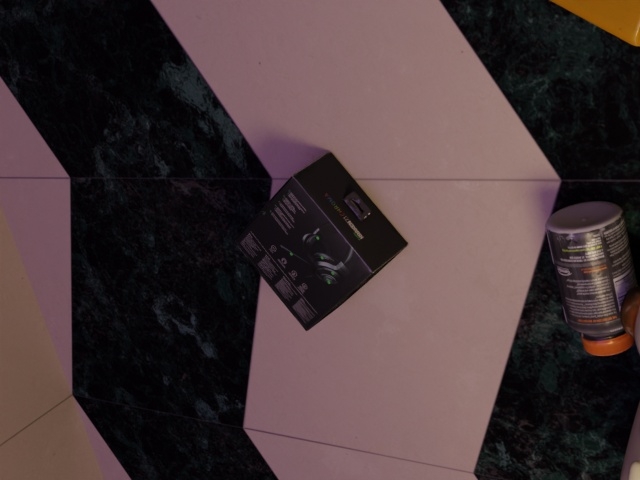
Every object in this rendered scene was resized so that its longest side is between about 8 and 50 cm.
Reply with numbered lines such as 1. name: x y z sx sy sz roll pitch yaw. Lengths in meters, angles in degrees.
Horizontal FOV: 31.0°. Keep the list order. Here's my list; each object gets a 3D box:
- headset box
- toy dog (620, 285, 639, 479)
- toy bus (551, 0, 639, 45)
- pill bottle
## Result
1. headset box: 0.000 0.000 2.295 0.246 0.131 0.283 50 137 5
2. toy dog: 0.580 0.255 1.801 0.284 0.395 0.408 -10 76 57
3. toy bus: 0.381 -0.392 1.661 0.332 0.130 0.108 42 130 40
4. pill bottle: 0.463 0.069 1.937 0.130 0.130 0.246 2 116 40
